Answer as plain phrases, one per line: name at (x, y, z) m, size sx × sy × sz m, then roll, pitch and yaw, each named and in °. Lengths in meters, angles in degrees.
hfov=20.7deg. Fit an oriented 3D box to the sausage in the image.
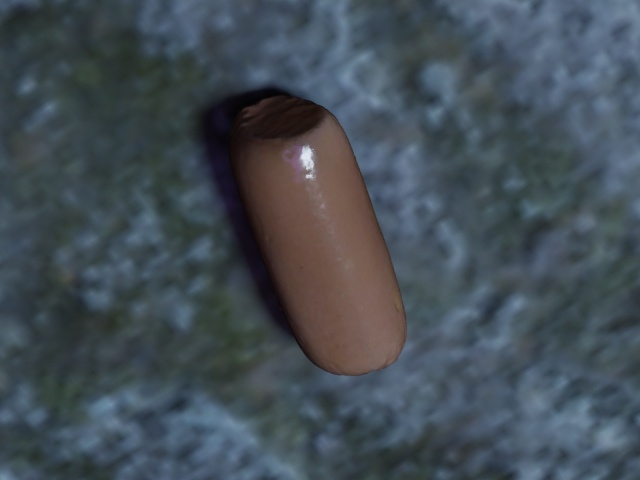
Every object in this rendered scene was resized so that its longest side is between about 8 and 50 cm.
sausage at (0.000, 0.000, 0.478) m, size 0.034 × 0.034 × 0.083 m, roll -20°, pitch 118°, yaw -1°
